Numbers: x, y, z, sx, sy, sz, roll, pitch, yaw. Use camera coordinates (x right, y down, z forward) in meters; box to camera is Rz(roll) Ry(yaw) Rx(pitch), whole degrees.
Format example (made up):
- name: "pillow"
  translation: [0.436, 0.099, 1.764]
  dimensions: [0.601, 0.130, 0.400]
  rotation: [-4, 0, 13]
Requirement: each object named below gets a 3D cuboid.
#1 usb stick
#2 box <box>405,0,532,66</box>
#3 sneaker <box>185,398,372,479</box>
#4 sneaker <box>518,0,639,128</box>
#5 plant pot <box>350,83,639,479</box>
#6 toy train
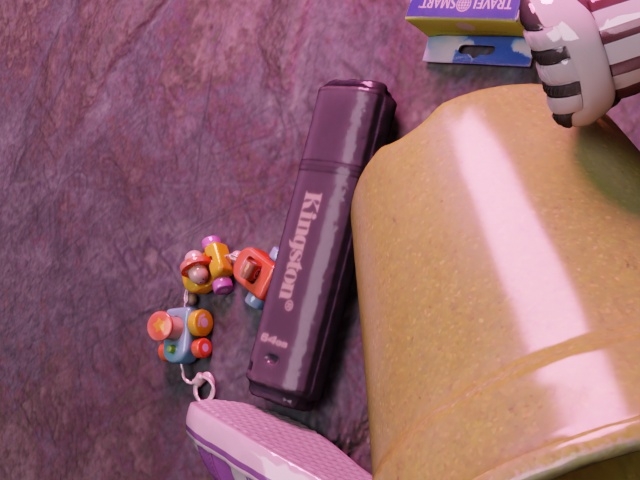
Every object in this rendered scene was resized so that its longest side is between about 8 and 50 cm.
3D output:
- name: "usb stick"
  translation: [0.000, 0.000, 0.753]
  dimensions: [0.077, 0.045, 0.278]
  rotation: [12, 86, 35]
- name: "box"
  translation: [0.136, -0.229, 0.708]
  dimensions: [0.109, 0.042, 0.178]
  rotation: [14, 86, 42]
- name: "sneaker"
  translation: [-0.025, 0.234, 0.673]
  dimensions: [0.282, 0.102, 0.161]
  rotation: [26, 98, 42]
- name: "sneaker"
  translation: [0.222, -0.156, 0.506]
  dimensions: [0.163, 0.106, 0.281]
  rotation: [-13, 27, 32]
- name: "plant pot"
  translation: [0.128, 0.058, 0.507]
  dimensions: [0.276, 0.276, 0.253]
  rotation: [-37, 45, 27]
- name: "toy train"
  translation: [-0.101, 0.060, 0.822]
  dimensions: [0.125, 0.046, 0.166]
  rotation: [42, 105, 40]
